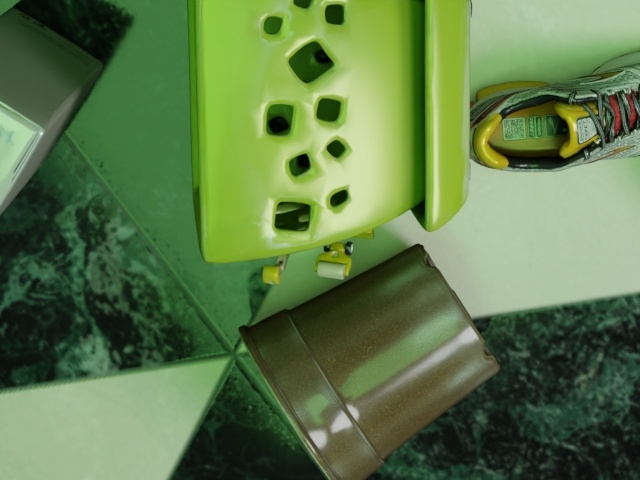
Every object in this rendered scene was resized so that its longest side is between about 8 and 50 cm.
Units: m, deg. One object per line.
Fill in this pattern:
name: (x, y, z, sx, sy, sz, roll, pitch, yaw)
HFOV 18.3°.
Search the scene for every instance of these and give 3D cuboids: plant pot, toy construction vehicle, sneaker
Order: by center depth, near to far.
plant pot: (0.003, -0.117, 1.530, 0.207, 0.228, 0.227, -3, 104, -6)
sneaker: (0.222, -0.093, 1.593, 0.225, 0.093, 0.088, -14, 104, 4)
plant pot: (0.046, 0.097, 1.620, 0.165, 0.167, 0.167, -32, 102, 0)
toy construction vehicle: (0.000, 0.000, 1.631, 0.086, 0.098, 0.035, 5, 136, 10)

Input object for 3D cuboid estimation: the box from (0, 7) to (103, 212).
box: (-0.249, -0.092, 1.509, 0.094, 0.275, 0.113, 33, 103, -5)
